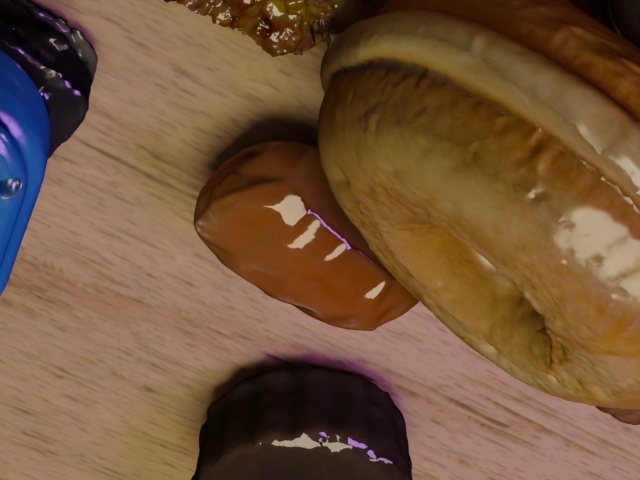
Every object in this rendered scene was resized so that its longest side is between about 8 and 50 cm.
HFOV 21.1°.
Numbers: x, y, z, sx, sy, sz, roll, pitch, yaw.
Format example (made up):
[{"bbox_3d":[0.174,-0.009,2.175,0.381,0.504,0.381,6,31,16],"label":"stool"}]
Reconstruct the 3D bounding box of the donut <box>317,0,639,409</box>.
[{"bbox_3d":[0.172,-0.033,1.351,0.198,0.449,0.449,-50,128,-12],"label":"donut"}]

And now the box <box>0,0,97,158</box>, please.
[{"bbox_3d":[-0.407,-0.116,1.429,0.359,0.091,0.350,31,123,-26],"label":"box"}]

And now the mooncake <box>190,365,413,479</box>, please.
[{"bbox_3d":[-0.017,0.229,1.760,0.228,0.124,0.228,1,133,2],"label":"mooncake"}]

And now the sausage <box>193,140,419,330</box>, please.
[{"bbox_3d":[0.000,-0.001,1.548,0.241,0.120,0.136,32,137,-30],"label":"sausage"}]

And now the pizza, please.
[{"bbox_3d":[-0.060,-0.214,1.386,0.246,0.058,0.127,33,122,-30],"label":"pizza"}]

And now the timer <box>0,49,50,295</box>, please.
[{"bbox_3d":[-0.395,-0.052,1.355,0.340,0.115,0.309,15,133,-14],"label":"timer"}]

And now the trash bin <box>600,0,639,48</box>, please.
[{"bbox_3d":[0.371,-0.130,1.386,0.203,0.252,0.301,-39,135,2],"label":"trash bin"}]

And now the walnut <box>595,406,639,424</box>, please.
[{"bbox_3d":[0.321,0.133,1.713,0.124,0.105,0.105,-19,133,33],"label":"walnut"}]
